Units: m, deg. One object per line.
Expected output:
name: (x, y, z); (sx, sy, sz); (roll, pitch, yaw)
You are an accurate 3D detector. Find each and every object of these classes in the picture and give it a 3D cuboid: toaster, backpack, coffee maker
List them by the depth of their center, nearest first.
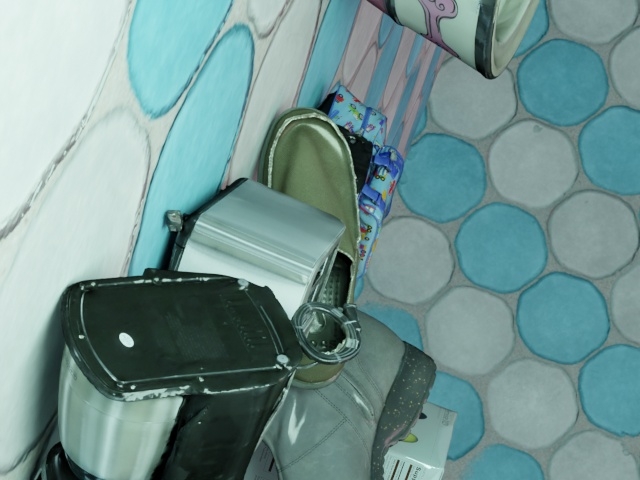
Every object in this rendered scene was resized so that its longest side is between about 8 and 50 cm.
coffee maker: (-0.080, 0.118, 0.767); (0.120, 0.171, 0.178); (-89, -166, -52)
toaster: (-0.065, 0.053, 0.984); (0.185, 0.110, 0.168); (-50, 159, -73)
backpack: (0.024, -0.068, 1.375); (0.158, 0.117, 0.173); (105, 5, -50)

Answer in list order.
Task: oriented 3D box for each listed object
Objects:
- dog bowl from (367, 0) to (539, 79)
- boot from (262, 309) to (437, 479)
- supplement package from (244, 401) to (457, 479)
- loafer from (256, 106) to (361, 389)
dog bowl: (0.157, -0.367, 1.212); (0.408, 0.150, 0.408); (19, 90, -78)
boot: (-0.041, 0.171, 1.168); (0.118, 0.223, 0.338); (-31, -153, 43)
supplement package: (0.022, 0.240, 1.386); (0.194, 0.203, 0.149); (-48, 157, -76)
loafer: (0.000, 0.000, 1.127); (0.087, 0.094, 0.251); (141, -54, -70)
